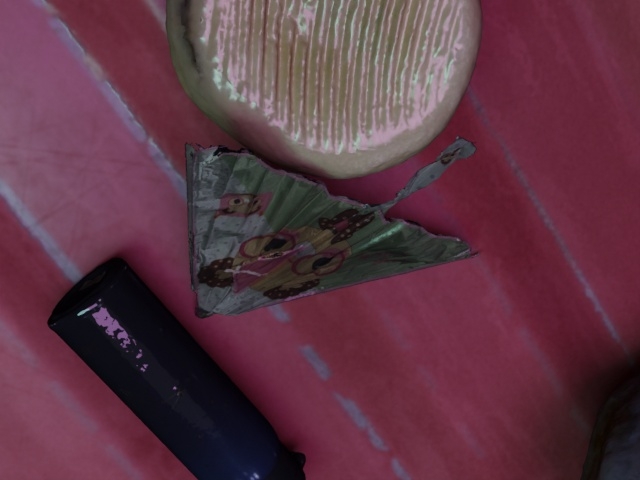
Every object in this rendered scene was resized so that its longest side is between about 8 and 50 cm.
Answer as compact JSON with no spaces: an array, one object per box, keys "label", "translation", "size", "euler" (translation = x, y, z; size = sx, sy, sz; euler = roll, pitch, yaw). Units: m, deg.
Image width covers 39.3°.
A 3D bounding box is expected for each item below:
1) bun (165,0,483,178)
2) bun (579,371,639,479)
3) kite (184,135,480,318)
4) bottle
[{"label":"bun","translation":[0.000,-0.151,0.614],"size":[0.222,0.127,0.223],"euler":[0,100,-2]},{"label":"bun","translation":[0.372,0.230,0.697],"size":[0.361,0.362,0.211],"euler":[-5,130,-11]},{"label":"kite","translation":[0.000,0.000,0.643],"size":[0.267,0.013,0.323],"euler":[-32,149,28]},{"label":"bottle","translation":[-0.103,0.126,0.690],"size":[0.244,0.072,0.082],"euler":[51,48,-20]}]
